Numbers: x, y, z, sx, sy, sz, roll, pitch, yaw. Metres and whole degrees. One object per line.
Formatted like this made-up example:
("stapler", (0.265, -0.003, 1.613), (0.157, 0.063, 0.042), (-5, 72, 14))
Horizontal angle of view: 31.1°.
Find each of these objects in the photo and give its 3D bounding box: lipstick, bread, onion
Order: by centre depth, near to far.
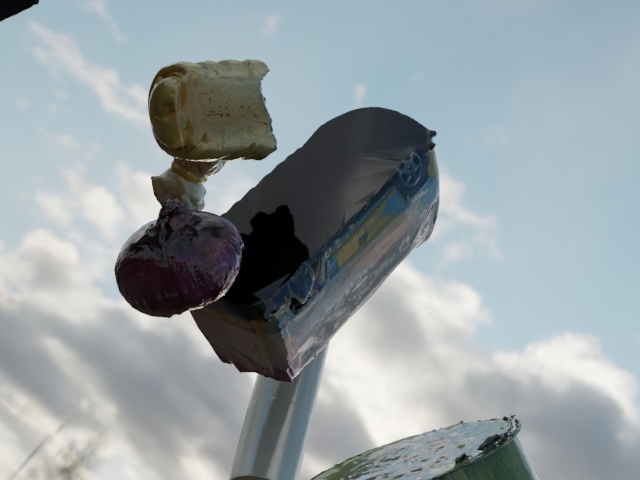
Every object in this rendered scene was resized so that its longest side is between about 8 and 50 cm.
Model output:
("onion", (-0.123, 0.014, 0.994), (0.115, 0.115, 0.104), (21, -52, 39))
("bread", (-0.122, -0.151, 1.328), (0.084, 0.177, 0.119), (6, -82, 50))
("lipstick", (-0.047, 0.204, 1.536), (0.087, 0.327, 0.087), (7, -45, 7))

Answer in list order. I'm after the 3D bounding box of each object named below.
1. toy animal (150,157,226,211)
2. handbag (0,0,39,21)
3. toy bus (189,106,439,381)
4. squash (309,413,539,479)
("toy animal", (-0.231, -0.146, 1.879), (0.184, 0.104, 0.185), (39, -63, 7))
("handbag", (-0.465, -0.371, 1.253), (0.118, 0.269, 0.325), (-114, 180, -51))
("toy bus", (0.000, 0.000, 1.444), (0.171, 0.386, 0.162), (22, -38, 34))
("squash", (0.146, 0.395, 1.165), (0.384, 0.263, 0.263), (69, -22, 5))
